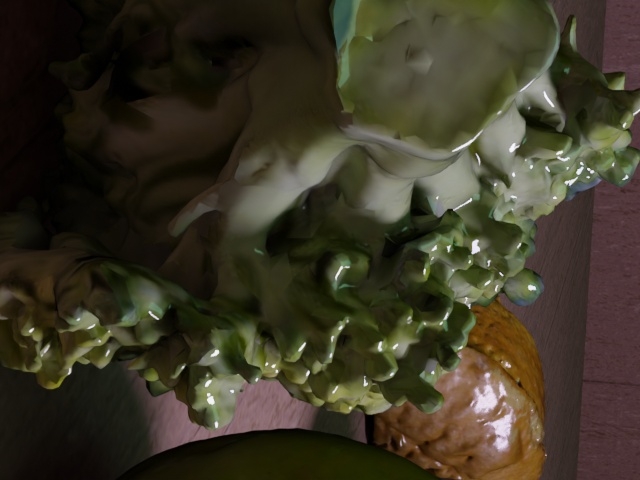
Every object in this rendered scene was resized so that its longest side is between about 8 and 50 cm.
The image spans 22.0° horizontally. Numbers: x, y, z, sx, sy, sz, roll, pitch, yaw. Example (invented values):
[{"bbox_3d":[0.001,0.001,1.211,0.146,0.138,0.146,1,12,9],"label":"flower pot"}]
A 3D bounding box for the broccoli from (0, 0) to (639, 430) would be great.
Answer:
[{"bbox_3d":[-0.005,-0.055,0.570,0.243,0.263,0.247,166,-89,-76],"label":"broccoli"}]

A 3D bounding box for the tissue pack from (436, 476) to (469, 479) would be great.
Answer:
[{"bbox_3d":[0.096,0.328,1.120,0.333,0.229,0.236,78,21,-53],"label":"tissue pack"}]

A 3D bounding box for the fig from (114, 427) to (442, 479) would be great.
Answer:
[{"bbox_3d":[-0.018,0.215,0.625,0.314,0.233,0.233,-77,166,-47],"label":"fig"}]

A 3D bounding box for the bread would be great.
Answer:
[{"bbox_3d":[0.113,0.133,1.327,0.229,0.139,0.143,83,11,-45],"label":"bread"}]
